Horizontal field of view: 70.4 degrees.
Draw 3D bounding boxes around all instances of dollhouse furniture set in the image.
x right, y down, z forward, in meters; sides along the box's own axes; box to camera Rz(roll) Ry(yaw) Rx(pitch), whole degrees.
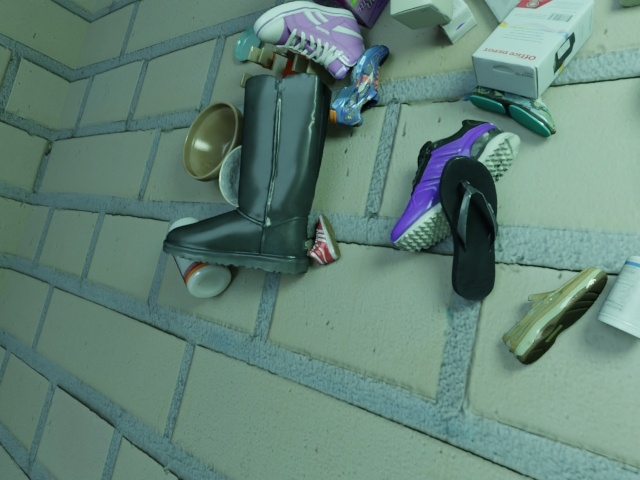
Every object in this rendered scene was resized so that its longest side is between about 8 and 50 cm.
[{"bbox_3d":[-0.064,-0.484,1.226,0.262,0.135,0.259,29,106,40],"label":"dollhouse furniture set"}]

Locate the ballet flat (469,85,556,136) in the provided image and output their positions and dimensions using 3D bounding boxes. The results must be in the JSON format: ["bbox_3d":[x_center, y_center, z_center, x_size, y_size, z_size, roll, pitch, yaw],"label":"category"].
[{"bbox_3d":[0.364,-0.256,0.837,0.188,0.070,0.070,43,104,36],"label":"ballet flat"}]

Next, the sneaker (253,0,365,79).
[{"bbox_3d":[-0.006,-0.449,1.043,0.102,0.282,0.161,-30,77,59],"label":"sneaker"}]

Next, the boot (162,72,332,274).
[{"bbox_3d":[-0.179,-0.166,1.076,0.367,0.146,0.444,7,95,9],"label":"boot"}]

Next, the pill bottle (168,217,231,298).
[{"bbox_3d":[-0.340,0.043,1.255,0.121,0.121,0.221,-48,52,16],"label":"pill bottle"}]

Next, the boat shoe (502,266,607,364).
[{"bbox_3d":[0.364,0.107,0.724,0.190,0.068,0.072,-51,40,14],"label":"boat shoe"}]

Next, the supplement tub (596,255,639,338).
[{"bbox_3d":[0.457,0.082,0.652,0.071,0.071,0.107,27,94,40],"label":"supplement tub"}]

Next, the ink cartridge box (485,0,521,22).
[{"bbox_3d":[0.371,-0.538,0.864,0.179,0.045,0.145,112,147,-57],"label":"ink cartridge box"}]

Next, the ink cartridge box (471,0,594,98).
[{"bbox_3d":[0.377,-0.349,0.812,0.175,0.072,0.127,-48,50,-10],"label":"ink cartridge box"}]

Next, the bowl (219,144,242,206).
[{"bbox_3d":[-0.177,-0.165,1.209,0.170,0.080,0.170,-2,84,24],"label":"bowl"}]

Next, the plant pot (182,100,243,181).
[{"bbox_3d":[-0.287,-0.273,1.320,0.237,0.110,0.237,-12,69,34],"label":"plant pot"}]

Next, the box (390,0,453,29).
[{"bbox_3d":[0.204,-0.580,0.898,0.094,0.113,0.275,5,96,38],"label":"box"}]

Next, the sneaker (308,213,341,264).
[{"bbox_3d":[0.000,0.000,1.054,0.067,0.042,0.118,-29,62,24],"label":"sneaker"}]

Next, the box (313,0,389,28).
[{"bbox_3d":[0.027,-0.664,1.109,0.213,0.243,0.117,42,103,38],"label":"box"}]

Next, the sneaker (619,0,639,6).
[{"bbox_3d":[0.575,-0.443,0.730,0.152,0.058,0.084,7,89,46],"label":"sneaker"}]

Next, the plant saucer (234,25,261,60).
[{"bbox_3d":[-0.224,-0.618,1.436,0.119,0.021,0.119,-13,68,35],"label":"plant saucer"}]

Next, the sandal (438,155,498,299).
[{"bbox_3d":[0.267,-0.021,0.778,0.097,0.054,0.254,-11,98,-4],"label":"sandal"}]

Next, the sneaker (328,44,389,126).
[{"bbox_3d":[0.106,-0.357,1.068,0.087,0.083,0.221,30,87,7],"label":"sneaker"}]

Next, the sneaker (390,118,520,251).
[{"bbox_3d":[0.228,-0.113,0.878,0.293,0.102,0.146,-47,53,8],"label":"sneaker"}]

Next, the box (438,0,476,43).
[{"bbox_3d":[0.242,-0.577,1.030,0.067,0.063,0.324,-37,57,22],"label":"box"}]
